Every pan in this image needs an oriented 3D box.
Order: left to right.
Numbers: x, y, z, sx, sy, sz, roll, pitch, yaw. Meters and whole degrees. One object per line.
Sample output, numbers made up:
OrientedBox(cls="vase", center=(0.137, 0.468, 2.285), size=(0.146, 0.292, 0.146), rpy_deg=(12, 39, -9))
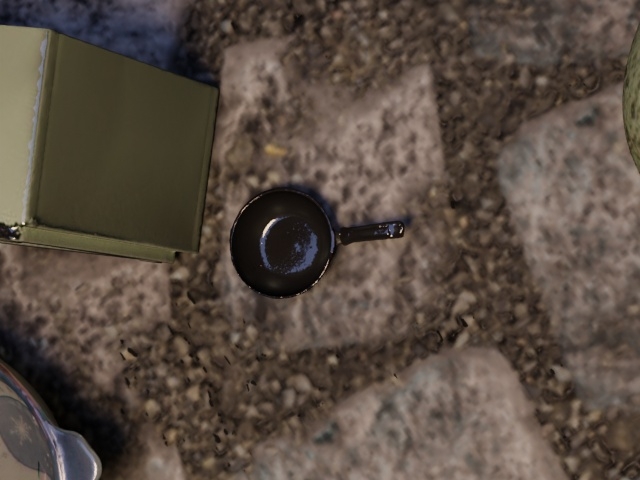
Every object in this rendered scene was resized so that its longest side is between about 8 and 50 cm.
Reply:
OrientedBox(cls="pan", center=(0.001, 0.000, 1.048), size=(0.115, 0.023, 0.068), rpy_deg=(-5, 84, 22))

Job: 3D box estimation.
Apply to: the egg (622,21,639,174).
OrientedBox(cls="egg", center=(0.227, -0.083, 0.916), size=(0.132, 0.132, 0.172), rpy_deg=(-9, 71, 19))

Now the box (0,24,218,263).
OrientedBox(cls="box", center=(-0.212, -0.058, 1.022), size=(0.225, 0.225, 0.117), rpy_deg=(7, 89, 20))

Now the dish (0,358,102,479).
OrientedBox(cls="dish", center=(-0.239, 0.170, 1.091), size=(0.236, 0.086, 0.227), rpy_deg=(13, 92, 20))
